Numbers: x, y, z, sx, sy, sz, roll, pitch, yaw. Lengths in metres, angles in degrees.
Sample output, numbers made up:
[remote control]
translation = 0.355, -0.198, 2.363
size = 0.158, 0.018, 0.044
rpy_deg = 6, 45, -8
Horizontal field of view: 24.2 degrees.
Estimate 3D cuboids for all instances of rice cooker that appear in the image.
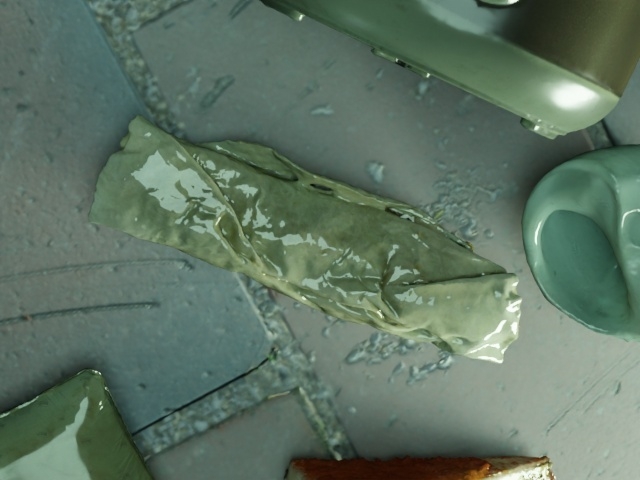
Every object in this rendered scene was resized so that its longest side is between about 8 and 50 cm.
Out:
[rice cooker]
translation = 0.135, -0.273, 1.113
size = 0.335, 0.335, 0.325
rpy_deg = 23, 98, -13

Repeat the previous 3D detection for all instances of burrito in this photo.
[burrito]
translation = 0.000, 0.000, 1.279
size = 0.392, 0.076, 0.117
rpy_deg = 21, 97, -12

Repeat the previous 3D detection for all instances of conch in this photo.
[conch]
translation = 0.281, 0.005, 1.299
size = 0.221, 0.121, 0.185
rpy_deg = 41, 102, -5

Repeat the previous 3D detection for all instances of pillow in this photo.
[pillow]
translation = -0.210, 0.275, 1.309
size = 0.185, 0.075, 0.302
rpy_deg = -26, 104, 0

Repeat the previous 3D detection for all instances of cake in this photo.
[cake]
translation = 0.105, 0.274, 1.313
size = 0.262, 0.159, 0.158
rpy_deg = -2, 100, -10
